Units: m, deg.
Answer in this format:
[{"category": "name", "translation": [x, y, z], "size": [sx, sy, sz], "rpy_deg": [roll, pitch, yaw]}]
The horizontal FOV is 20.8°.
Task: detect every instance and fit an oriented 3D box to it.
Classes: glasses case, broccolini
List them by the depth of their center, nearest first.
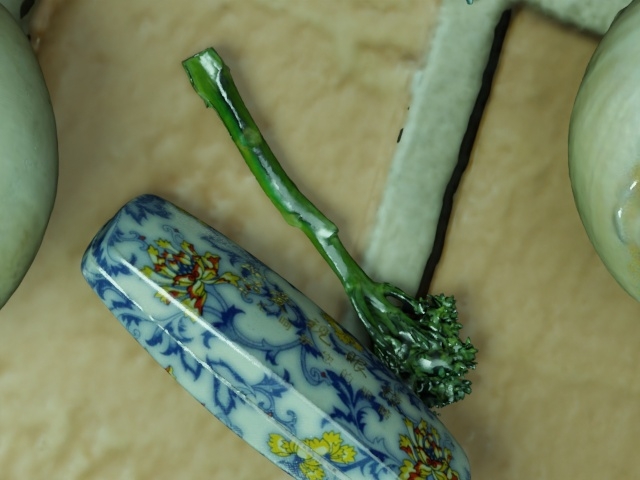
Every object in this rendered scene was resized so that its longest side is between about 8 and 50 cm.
[{"category": "glasses case", "translation": [-0.023, 0.071, 0.955], "size": [0.248, 0.087, 0.065], "rpy_deg": [40, 122, -6]}, {"category": "broccolini", "translation": [0.006, -0.002, 0.993], "size": [0.254, 0.057, 0.071], "rpy_deg": [55, 43, -13]}]

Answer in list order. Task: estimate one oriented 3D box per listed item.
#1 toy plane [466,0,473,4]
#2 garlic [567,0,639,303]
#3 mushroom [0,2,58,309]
[{"category": "toy plane", "translation": [0.077, -0.260, 1.013], "size": [0.096, 0.060, 0.235], "rpy_deg": [-24, 102, -2]}, {"category": "garlic", "translation": [0.296, -0.080, 1.000], "size": [0.313, 0.249, 0.286], "rpy_deg": [32, 64, -34]}, {"category": "mushroom", "translation": [-0.237, -0.034, 0.868], "size": [0.226, 0.178, 0.226], "rpy_deg": [-2, 67, 5]}]
